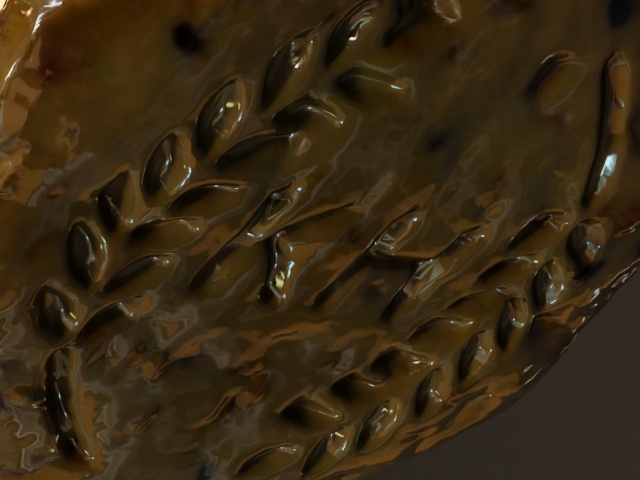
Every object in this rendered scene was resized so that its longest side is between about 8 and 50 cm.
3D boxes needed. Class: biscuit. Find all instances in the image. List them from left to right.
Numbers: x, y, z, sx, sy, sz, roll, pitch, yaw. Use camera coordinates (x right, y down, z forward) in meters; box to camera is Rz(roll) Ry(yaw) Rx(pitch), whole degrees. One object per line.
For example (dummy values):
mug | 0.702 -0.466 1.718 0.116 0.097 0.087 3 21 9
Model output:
biscuit | 0.000 0.000 0.605 0.359 0.359 0.046 28 -157 -44
